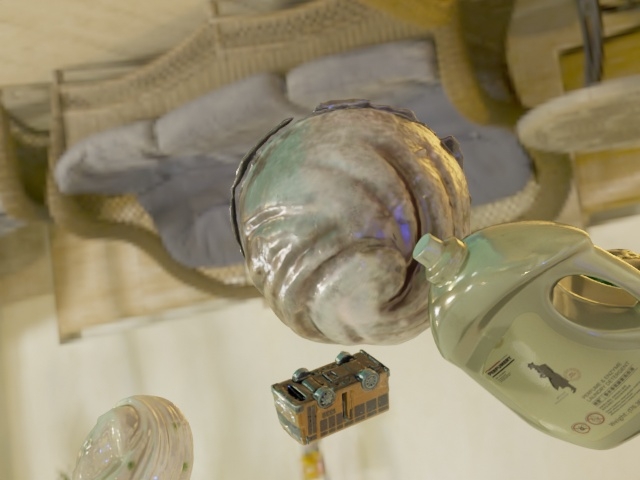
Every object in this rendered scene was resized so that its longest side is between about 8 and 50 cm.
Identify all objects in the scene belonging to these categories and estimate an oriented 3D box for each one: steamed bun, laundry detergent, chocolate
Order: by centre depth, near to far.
[{"bbox_3d":[0.188,0.067,1.051,0.253,0.091,0.181,33,130,-15],"label":"laundry detergent"},{"bbox_3d":[0.044,0.006,1.464,0.303,0.303,0.213,-7,-151,-1],"label":"chocolate"},{"bbox_3d":[-0.225,0.286,1.568,0.106,0.182,0.183,23,-173,29],"label":"steamed bun"}]

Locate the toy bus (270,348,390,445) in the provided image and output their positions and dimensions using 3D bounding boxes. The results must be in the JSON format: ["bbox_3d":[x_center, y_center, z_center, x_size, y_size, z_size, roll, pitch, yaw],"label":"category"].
[{"bbox_3d":[0.016,0.254,2.011,0.182,0.103,0.091,-18,-150,-28],"label":"toy bus"}]

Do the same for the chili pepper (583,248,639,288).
[{"bbox_3d":[0.314,0.046,1.265,0.098,0.061,0.224,-25,-168,-21],"label":"chili pepper"}]
